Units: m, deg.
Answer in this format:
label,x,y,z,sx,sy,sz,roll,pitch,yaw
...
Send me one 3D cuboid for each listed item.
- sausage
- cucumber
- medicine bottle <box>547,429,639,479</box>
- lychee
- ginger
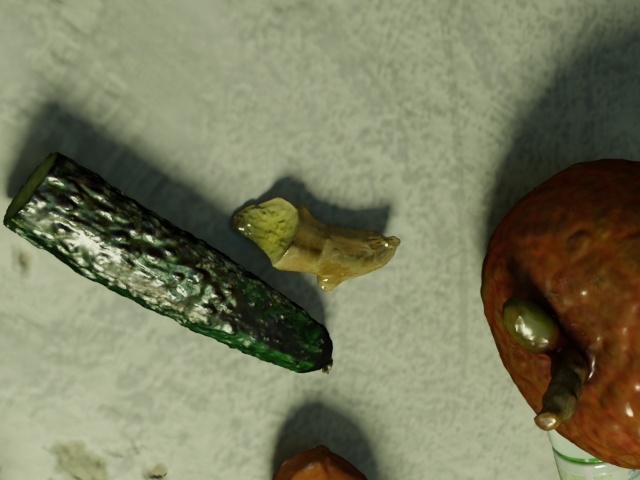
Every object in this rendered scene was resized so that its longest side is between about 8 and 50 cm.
label,x,y,z,sx,sy,sz,roll,pitch,yaw
sausage,0.018,0.244,0.869,0.089,0.089,0.179,-39,111,-16
cucumber,-0.089,0.033,0.774,0.293,0.067,0.067,33,84,-31
medicine bottle,0.272,0.231,1.006,0.086,0.086,0.183,-28,114,-21
lychee,0.247,0.061,0.867,0.300,0.255,0.255,-27,113,-27
ginger,-0.003,0.005,0.829,0.137,0.044,0.057,16,75,-32
